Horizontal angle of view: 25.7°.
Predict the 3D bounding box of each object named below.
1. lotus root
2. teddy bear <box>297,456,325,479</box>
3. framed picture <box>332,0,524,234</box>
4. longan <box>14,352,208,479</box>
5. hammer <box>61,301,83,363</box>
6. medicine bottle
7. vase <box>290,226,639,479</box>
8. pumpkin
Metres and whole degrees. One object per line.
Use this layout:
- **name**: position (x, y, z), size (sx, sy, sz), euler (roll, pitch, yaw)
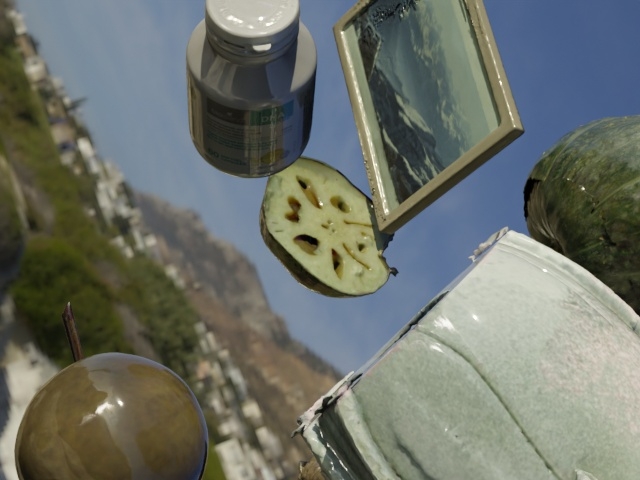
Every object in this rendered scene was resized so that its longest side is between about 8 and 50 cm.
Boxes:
- **lotus root**: position (-0.003, -0.003, 1.750), size (0.203, 0.183, 0.078), euler (47, -48, 4)
- **teddy bear**: position (0.058, 0.311, 1.773), size (0.140, 0.190, 0.177), euler (-134, -146, -52)
- **framed picture**: position (0.124, -0.208, 1.754), size (0.247, 0.022, 0.335), euler (-39, -129, 39)
- **longan**: position (-0.179, 0.182, 1.212), size (0.187, 0.167, 0.167), euler (95, -27, -47)
- **hammer**: position (-0.311, 0.168, 1.804), size (0.065, 0.021, 0.178), euler (-13, -87, 33)
- **medicine bottle**: position (-0.071, -0.173, 1.445), size (0.215, 0.135, 0.135), euler (96, -28, -57)
- **vase**: position (0.206, 0.214, 0.949), size (0.445, 0.250, 0.250), euler (46, -14, 2)
- **pumpkin**: position (0.406, -0.007, 1.789), size (0.328, 0.257, 0.292), euler (-120, -168, -61)
